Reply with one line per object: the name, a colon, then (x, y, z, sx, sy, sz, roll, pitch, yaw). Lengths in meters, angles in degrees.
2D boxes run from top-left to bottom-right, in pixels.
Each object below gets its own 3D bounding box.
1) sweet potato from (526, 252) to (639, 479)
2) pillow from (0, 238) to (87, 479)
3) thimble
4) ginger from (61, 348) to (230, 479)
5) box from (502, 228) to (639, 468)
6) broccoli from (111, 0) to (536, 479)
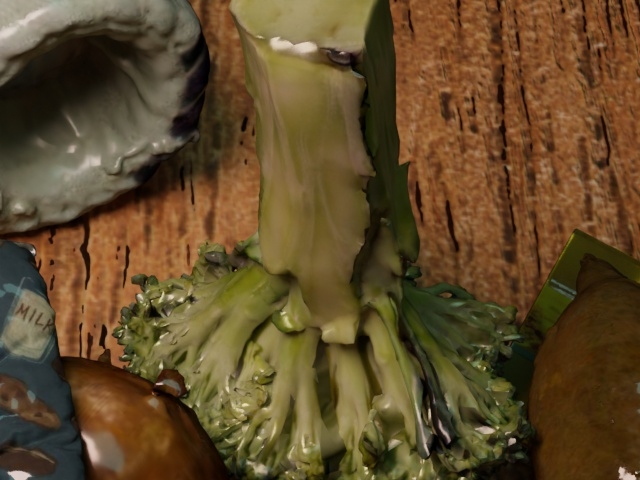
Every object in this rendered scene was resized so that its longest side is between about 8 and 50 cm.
sweet potato: (0.203, 0.161, 1.060, 0.158, 0.158, 0.369, -4, 67, -16)
pillow: (-0.214, 0.108, 0.891, 0.189, 0.034, 0.255, -2, 57, -25)
thimble: (-0.201, -0.116, 1.167, 0.237, 0.237, 0.150, -19, 56, -25)
ginger: (-0.224, 0.128, 1.000, 0.418, 0.176, 0.254, 29, 46, 6)
box: (0.195, 0.088, 1.215, 0.121, 0.030, 0.193, 28, 53, 8)
broccoli: (-0.012, -0.011, 1.047, 0.221, 0.361, 0.252, -35, 34, -26)
